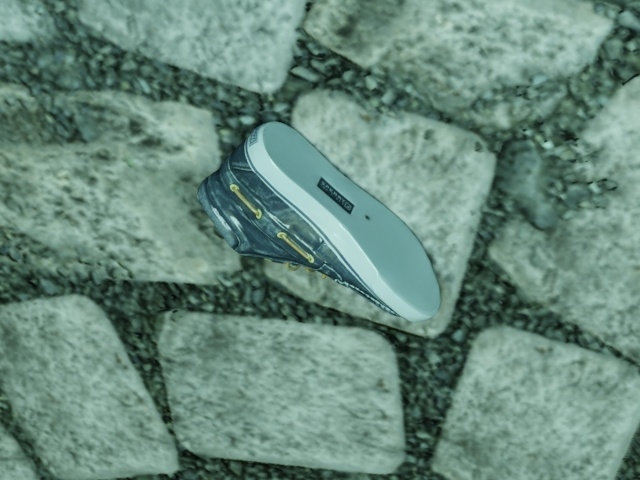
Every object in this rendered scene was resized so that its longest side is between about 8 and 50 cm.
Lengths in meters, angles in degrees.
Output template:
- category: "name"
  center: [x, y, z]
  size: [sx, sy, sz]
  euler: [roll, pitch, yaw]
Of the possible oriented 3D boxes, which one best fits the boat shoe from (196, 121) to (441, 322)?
- category: "boat shoe"
  center: [0.000, 0.000, 1.316]
  size: [0.183, 0.065, 0.083]
  euler: [45, 129, -10]
